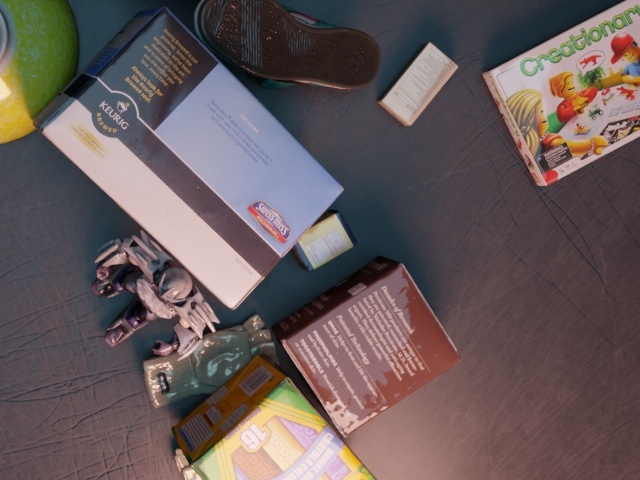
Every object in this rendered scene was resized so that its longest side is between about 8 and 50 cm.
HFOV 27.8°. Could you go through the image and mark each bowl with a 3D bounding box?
[{"bbox_3d":[-0.480,-0.274,1.766,0.290,0.156,0.289,0,94,-7],"label":"bowl"}]

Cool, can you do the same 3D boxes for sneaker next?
[{"bbox_3d":[-0.080,-0.283,1.807,0.296,0.178,0.123,12,91,-37],"label":"sneaker"}]

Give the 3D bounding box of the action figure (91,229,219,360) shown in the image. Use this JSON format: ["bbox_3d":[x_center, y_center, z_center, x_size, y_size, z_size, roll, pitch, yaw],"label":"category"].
[{"bbox_3d":[-0.235,0.078,1.752,0.099,0.285,0.185,-31,96,-23],"label":"action figure"}]

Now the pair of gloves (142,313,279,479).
[{"bbox_3d":[-0.136,0.247,1.897,0.204,0.042,0.240,-23,102,-12],"label":"pair of gloves"}]

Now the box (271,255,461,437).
[{"bbox_3d":[0.061,0.148,1.856,0.203,0.168,0.167,-33,96,-5],"label":"box"}]

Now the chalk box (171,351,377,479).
[{"bbox_3d":[-0.044,0.333,1.820,0.179,0.180,0.289,-40,105,-8],"label":"chalk box"}]

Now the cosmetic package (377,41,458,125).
[{"bbox_3d":[0.143,-0.231,1.910,0.060,0.041,0.115,41,88,-8],"label":"cosmetic package"}]

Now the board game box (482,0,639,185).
[{"bbox_3d":[0.422,-0.236,1.942,0.305,0.053,0.193,-28,96,-5],"label":"board game box"}]

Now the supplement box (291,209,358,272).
[{"bbox_3d":[0.000,0.000,1.882,0.083,0.083,0.056,-30,96,-6],"label":"supplement box"}]

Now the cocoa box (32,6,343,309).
[{"bbox_3d":[-0.183,-0.118,1.754,0.228,0.231,0.347,-47,107,-5],"label":"cocoa box"}]
